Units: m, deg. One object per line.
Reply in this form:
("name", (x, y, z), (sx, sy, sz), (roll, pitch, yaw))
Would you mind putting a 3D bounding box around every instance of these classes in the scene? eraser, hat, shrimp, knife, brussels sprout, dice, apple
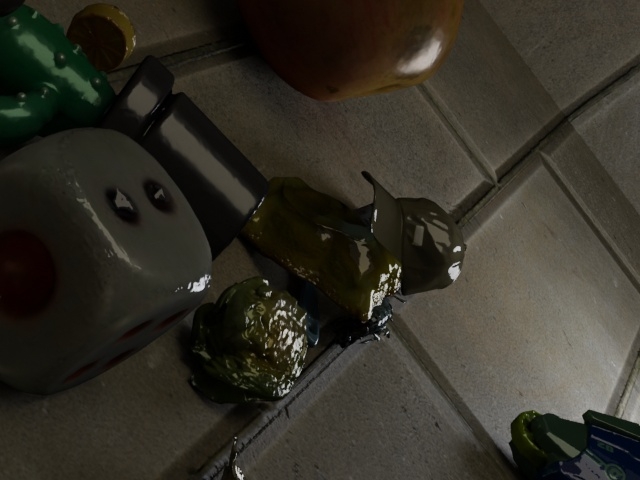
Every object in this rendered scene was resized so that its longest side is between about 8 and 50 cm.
("eraser", (0.068, -0.024, 2.301), (0.052, 0.029, 0.122), (55, 22, 5))
("hat", (0.140, -0.030, 2.270), (0.173, 0.144, 0.166), (79, 5, -56))
("shrimp", (0.073, 0.106, 2.065), (0.174, 0.076, 0.082), (-33, 109, -68))
("knife", (-0.021, 0.042, 2.049), (0.044, 0.019, 0.313), (40, 23, -23))
("brussels sprout", (-0.077, 0.114, 1.725), (0.139, 0.100, 0.181), (62, 20, -6))
("dice", (-0.230, 0.019, 1.429), (0.194, 0.193, 0.192), (55, 23, 9))
("apple", (0.053, -0.380, 2.387), (0.364, 0.364, 0.364), (43, 24, -24))

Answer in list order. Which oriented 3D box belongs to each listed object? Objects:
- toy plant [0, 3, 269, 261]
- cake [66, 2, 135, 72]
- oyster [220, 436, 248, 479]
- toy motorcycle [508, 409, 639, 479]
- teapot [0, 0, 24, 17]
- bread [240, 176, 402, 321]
("toy plant", (-0.253, -0.128, 1.631), (0.400, 0.185, 0.279), (40, 45, -10))
("cake", (-0.270, -0.247, 1.895), (0.084, 0.084, 0.044), (46, 26, -18))
("oyster", (-0.062, 0.299, 1.497), (0.161, 0.107, 0.233), (44, 5, -10))
("toy motorcycle", (0.417, 0.367, 2.245), (0.326, 0.191, 0.200), (22, 38, -27))
("teapot", (-0.468, -0.332, 1.450), (0.312, 0.233, 0.315), (-14, 45, -39))
("bread", (0.000, 0.000, 2.005), (0.233, 0.088, 0.161), (31, 18, 6))
